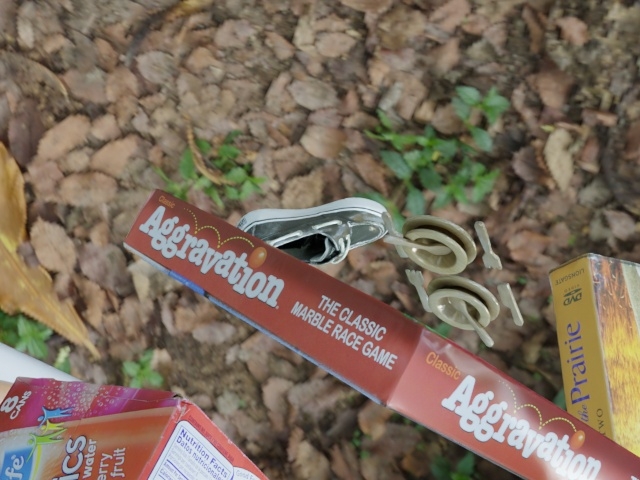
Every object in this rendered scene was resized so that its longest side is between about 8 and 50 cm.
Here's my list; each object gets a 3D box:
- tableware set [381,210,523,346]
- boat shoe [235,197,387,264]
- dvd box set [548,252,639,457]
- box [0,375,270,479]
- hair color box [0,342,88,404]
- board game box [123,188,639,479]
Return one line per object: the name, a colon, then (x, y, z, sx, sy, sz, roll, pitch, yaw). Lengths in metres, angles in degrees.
tableware set: (0.141, 0.045, 1.329, 0.039, 0.128, 0.194, -64, 144, -30)
boat shoe: (0.000, 0.000, 1.505, 0.219, 0.070, 0.078, -7, 135, -28)
dvd box set: (0.369, 0.237, 1.115, 0.307, 0.062, 0.421, 12, 63, -29)
box: (-0.067, 0.191, 0.585, 0.257, 0.122, 0.128, 53, 52, -37)
hair color box: (-0.297, 0.163, 0.880, 0.113, 0.185, 0.374, -27, 137, 31)
board game box: (0.068, 0.068, 0.447, 0.281, 0.145, 0.027, 33, 84, -41)
